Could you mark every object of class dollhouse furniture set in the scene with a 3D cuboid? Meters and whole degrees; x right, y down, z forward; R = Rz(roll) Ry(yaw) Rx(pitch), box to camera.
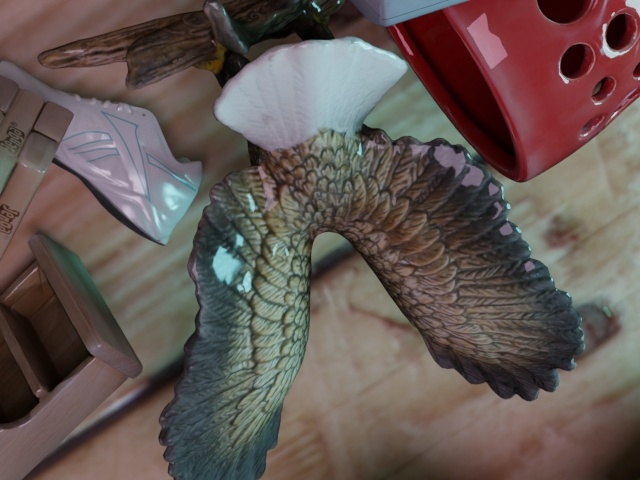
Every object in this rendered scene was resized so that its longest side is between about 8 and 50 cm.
[{"bbox_3d":[-0.248,0.048,1.113,0.161,0.212,0.242,-44,138,8],"label":"dollhouse furniture set"}]

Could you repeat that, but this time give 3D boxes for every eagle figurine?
[{"bbox_3d":[0.005,-0.003,1.128,0.226,0.225,0.298,-11,98,39],"label":"eagle figurine"}]

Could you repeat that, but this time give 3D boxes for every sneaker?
[{"bbox_3d":[-0.135,-0.064,1.178,0.152,0.054,0.061,41,82,-24],"label":"sneaker"}]

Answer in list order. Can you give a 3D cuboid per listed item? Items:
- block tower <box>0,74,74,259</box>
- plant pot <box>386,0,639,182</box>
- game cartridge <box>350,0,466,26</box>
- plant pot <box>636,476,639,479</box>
[{"bbox_3d":[-0.309,-0.094,1.064,0.335,0.091,0.097,26,129,-9],"label":"block tower"},{"bbox_3d":[0.129,-0.157,1.121,0.174,0.191,0.191,-36,112,-6],"label":"plant pot"},{"bbox_3d":[0.051,-0.259,1.042,0.198,0.297,0.062,-19,157,0],"label":"game cartridge"},{"bbox_3d":[0.246,0.284,1.280,0.275,0.274,0.293,40,113,-21],"label":"plant pot"}]
